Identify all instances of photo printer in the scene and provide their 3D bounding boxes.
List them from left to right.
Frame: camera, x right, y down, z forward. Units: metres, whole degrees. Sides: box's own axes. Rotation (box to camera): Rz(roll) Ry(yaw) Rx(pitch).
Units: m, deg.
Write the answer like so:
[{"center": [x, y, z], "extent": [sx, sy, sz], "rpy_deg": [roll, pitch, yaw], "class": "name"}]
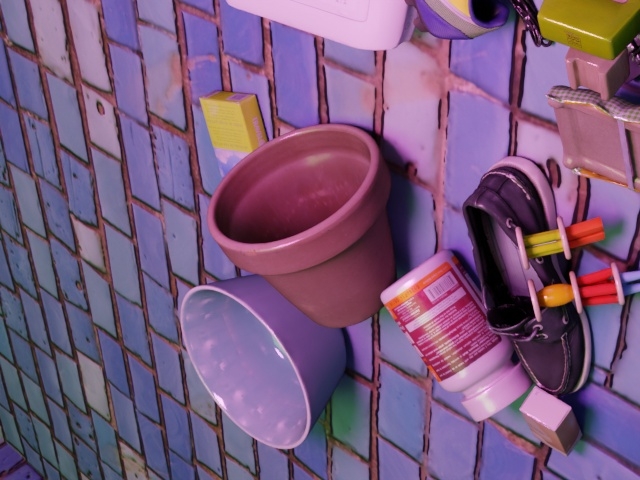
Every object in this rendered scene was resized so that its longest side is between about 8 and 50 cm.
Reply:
[{"center": [0.001, -0.382, 1.352], "extent": [0.307, 0.107, 0.256], "rpy_deg": [25, 134, 37], "class": "photo printer"}]

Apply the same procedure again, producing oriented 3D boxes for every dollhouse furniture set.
[{"center": [0.351, -0.169, 1.105], "extent": [0.197, 0.151, 0.301], "rpy_deg": [27, 165, 29], "class": "dollhouse furniture set"}]

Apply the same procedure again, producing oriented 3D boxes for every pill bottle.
[{"center": [0.191, 0.132, 1.508], "extent": [0.221, 0.121, 0.121], "rpy_deg": [55, 145, 3], "class": "pill bottle"}]

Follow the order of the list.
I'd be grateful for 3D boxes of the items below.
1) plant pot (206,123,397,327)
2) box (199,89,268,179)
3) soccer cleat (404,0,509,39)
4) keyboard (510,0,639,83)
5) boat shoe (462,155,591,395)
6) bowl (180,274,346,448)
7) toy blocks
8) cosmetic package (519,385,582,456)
[{"center": [0.000, 0.000, 1.559], "extent": [0.263, 0.263, 0.229], "rpy_deg": [17, 145, 43], "class": "plant pot"}, {"center": [-0.128, -0.149, 1.747], "extent": [0.109, 0.042, 0.178], "rpy_deg": [14, 127, 46], "class": "box"}, {"center": [0.125, -0.339, 1.167], "extent": [0.121, 0.093, 0.289], "rpy_deg": [4, 141, 34], "class": "soccer cleat"}, {"center": [0.250, -0.306, 1.175], "extent": [0.317, 0.033, 0.201], "rpy_deg": [55, 146, 4], "class": "keyboard"}, {"center": [0.255, 0.069, 1.388], "extent": [0.127, 0.113, 0.340], "rpy_deg": [13, 126, 44], "class": "boat shoe"}, {"center": [-0.075, 0.177, 1.832], "extent": [0.311, 0.163, 0.312], "rpy_deg": [31, 137, 34], "class": "bowl"}, {"center": [0.315, 0.025, 1.282], "extent": [0.148, 0.054, 0.123], "rpy_deg": [-13, 108, 11], "class": "toy blocks"}, {"center": [0.313, 0.246, 1.474], "extent": [0.060, 0.041, 0.115], "rpy_deg": [30, 167, 34], "class": "cosmetic package"}]
